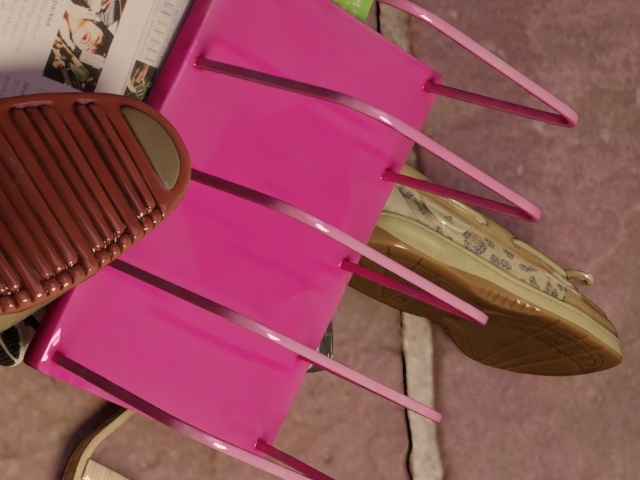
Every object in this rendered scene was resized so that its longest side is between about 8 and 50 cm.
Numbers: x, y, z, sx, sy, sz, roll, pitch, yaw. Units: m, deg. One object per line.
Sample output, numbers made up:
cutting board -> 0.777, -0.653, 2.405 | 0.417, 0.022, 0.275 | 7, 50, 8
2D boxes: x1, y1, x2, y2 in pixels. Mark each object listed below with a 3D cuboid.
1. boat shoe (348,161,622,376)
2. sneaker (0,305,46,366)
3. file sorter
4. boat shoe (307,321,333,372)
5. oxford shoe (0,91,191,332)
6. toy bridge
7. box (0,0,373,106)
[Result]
boat shoe -> 0.123, 0.022, 1.450 | 0.285, 0.105, 0.089 | 30, 54, -39
sneaker -> -0.203, 0.026, 1.265 | 0.044, 0.040, 0.109 | -13, 87, -55
file sorter -> 0.000, 0.000, 1.211 | 0.202, 0.182, 0.290 | 29, 85, -41
boat shoe -> -0.016, 0.026, 1.397 | 0.040, 0.049, 0.142 | 16, 67, -53
oxford shoe -> -0.238, 0.020, 1.125 | 0.348, 0.130, 0.123 | -24, 76, -18
toy bridge -> -0.135, 0.160, 1.276 | 0.063, 0.026, 0.188 | 31, 60, -24
box -> -0.125, -0.115, 1.234 | 0.322, 0.058, 0.232 | 21, 90, -39
